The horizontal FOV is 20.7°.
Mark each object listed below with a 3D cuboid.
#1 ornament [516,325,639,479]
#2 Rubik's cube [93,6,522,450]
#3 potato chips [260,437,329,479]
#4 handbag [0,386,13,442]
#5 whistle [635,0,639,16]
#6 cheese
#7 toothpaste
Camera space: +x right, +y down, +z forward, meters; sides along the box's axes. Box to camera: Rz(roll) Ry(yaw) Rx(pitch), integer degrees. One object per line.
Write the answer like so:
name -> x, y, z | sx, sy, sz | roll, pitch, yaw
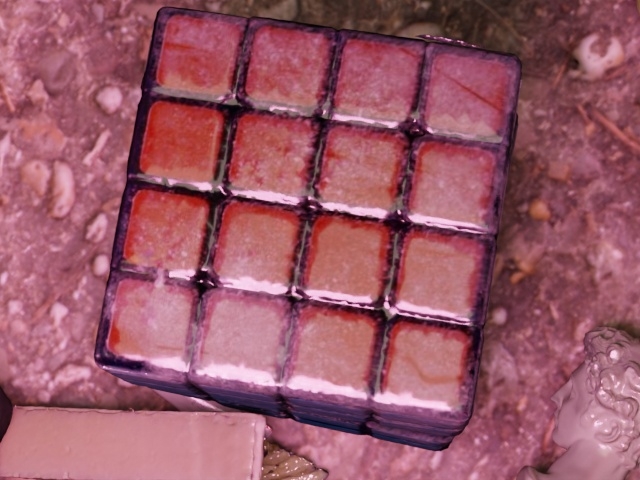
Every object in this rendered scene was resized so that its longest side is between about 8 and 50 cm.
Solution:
ornament -> 0.266, 0.227, 1.745 | 0.130, 0.120, 0.285 | 28, 89, 2
Rubik's cube -> 0.000, 0.000, 1.667 | 0.344, 0.337, 0.343 | 11, 81, 6
potato chips -> -0.100, 0.242, 1.813 | 0.207, 0.028, 0.092 | -17, 99, 7
handbag -> -0.442, 0.351, 1.757 | 0.317, 0.180, 0.416 | -10, 85, 9
whistle -> 0.348, -0.308, 1.792 | 0.131, 0.106, 0.288 | -30, 84, 4
cheese -> -0.235, 0.207, 1.768 | 0.400, 0.034, 0.085 | 1, 77, 27
toothpaste -> -0.140, 0.161, 1.832 | 0.190, 0.031, 0.048 | 36, 92, 3
